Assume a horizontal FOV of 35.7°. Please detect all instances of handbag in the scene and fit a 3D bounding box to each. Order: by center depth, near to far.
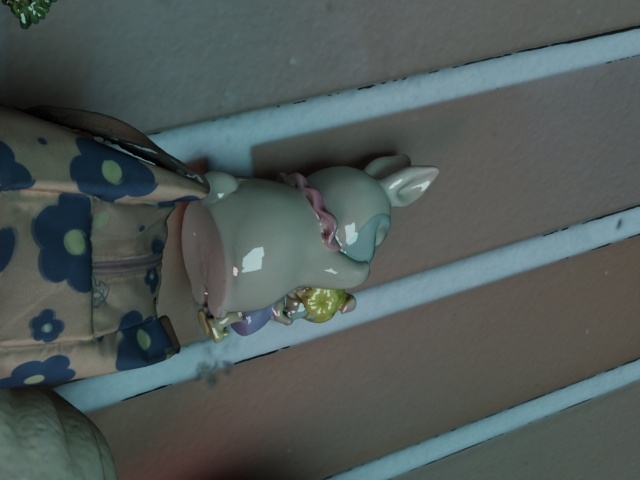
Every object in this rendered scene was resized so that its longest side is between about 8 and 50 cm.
[{"bbox_3d":[-0.216,-0.012,0.717,0.193,0.251,0.190,7,102,-41],"label":"handbag"}]

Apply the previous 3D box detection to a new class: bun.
[{"bbox_3d":[-0.287,0.164,0.814,0.263,0.175,0.263,0,148,0],"label":"bun"}]

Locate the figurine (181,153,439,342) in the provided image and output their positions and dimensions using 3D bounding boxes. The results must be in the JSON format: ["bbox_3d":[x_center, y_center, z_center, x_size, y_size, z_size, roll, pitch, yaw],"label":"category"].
[{"bbox_3d":[0.000,0.000,0.913,0.235,0.127,0.155,-10,99,-28],"label":"figurine"}]

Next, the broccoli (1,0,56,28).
[{"bbox_3d":[-0.274,-0.207,0.691,0.204,0.118,0.122,-11,149,-7],"label":"broccoli"}]
